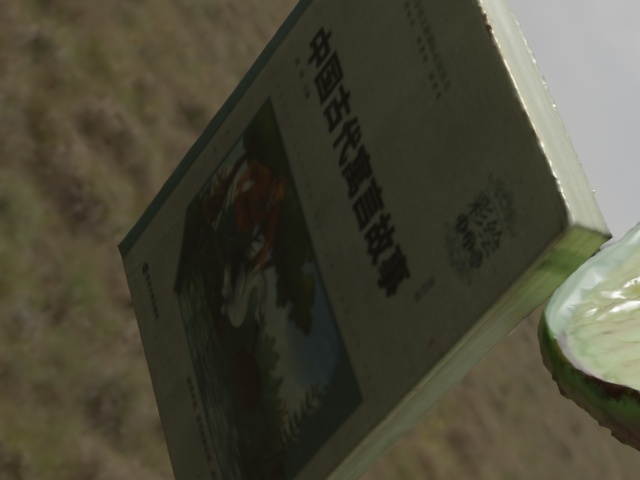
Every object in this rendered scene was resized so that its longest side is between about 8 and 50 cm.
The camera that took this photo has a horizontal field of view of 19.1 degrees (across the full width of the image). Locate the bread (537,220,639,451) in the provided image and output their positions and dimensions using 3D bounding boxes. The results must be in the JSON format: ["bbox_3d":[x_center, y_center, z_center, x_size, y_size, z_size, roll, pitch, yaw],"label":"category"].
[{"bbox_3d":[0.233,0.044,0.709,0.301,0.301,0.045,-109,-162,-70],"label":"bread"}]

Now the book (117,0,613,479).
[{"bbox_3d":[0.000,0.000,0.820,0.025,0.283,0.215,8,46,-34],"label":"book"}]
